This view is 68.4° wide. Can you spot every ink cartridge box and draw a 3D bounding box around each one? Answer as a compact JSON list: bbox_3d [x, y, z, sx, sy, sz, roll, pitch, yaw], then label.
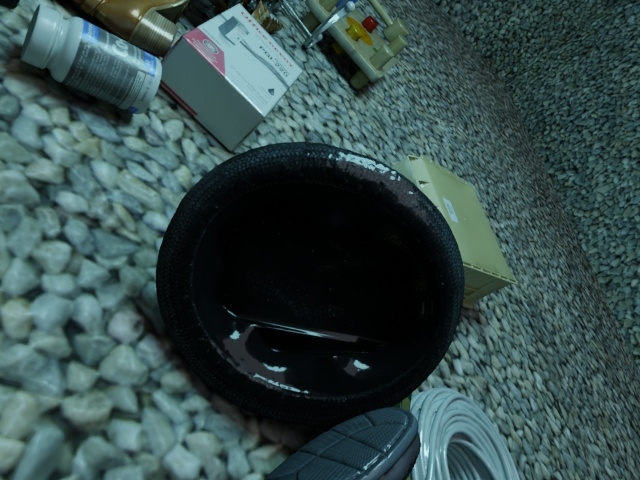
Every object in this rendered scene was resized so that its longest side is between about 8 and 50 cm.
[{"bbox_3d":[-0.136,-0.268,0.754,0.158,0.092,0.217,43,35,-17],"label":"ink cartridge box"}]

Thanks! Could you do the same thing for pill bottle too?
[{"bbox_3d":[-0.269,-0.212,0.559,0.137,0.078,0.078,18,49,-41],"label":"pill bottle"}]

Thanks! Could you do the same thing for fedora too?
[{"bbox_3d":[-0.011,0.046,0.555,0.334,0.334,0.152,48,0,-10],"label":"fedora"}]

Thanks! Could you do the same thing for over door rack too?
[{"bbox_3d":[-0.010,-0.576,0.960,0.239,0.324,0.108,49,66,-12],"label":"over door rack"}]

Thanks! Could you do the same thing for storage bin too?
[{"bbox_3d":[0.254,-0.016,0.982,0.260,0.123,0.262,17,50,-41],"label":"storage bin"}]

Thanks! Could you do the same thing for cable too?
[{"bbox_3d":[0.180,0.334,0.632,0.257,0.089,0.257,40,37,-22],"label":"cable"}]

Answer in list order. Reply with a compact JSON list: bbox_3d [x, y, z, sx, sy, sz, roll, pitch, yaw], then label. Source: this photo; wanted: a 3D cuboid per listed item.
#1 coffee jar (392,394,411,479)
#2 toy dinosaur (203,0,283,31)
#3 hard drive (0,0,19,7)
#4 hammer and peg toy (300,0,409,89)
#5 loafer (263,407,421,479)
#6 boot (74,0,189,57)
[{"bbox_3d":[0.060,0.236,0.562,0.079,0.096,0.184,45,36,-27],"label":"coffee jar"},{"bbox_3d":[-0.127,-0.475,0.860,0.164,0.218,0.322,35,6,-13],"label":"toy dinosaur"},{"bbox_3d":[-0.493,-0.401,0.465,0.339,0.064,0.236,5,57,-47],"label":"hard drive"},{"bbox_3d":[0.104,-0.564,1.257,0.266,0.127,0.361,46,35,-10],"label":"hammer and peg toy"},{"bbox_3d":[-0.016,0.265,0.418,0.303,0.109,0.095,-25,98,-35],"label":"loafer"},{"bbox_3d":[-0.277,-0.370,0.691,0.152,0.073,0.197,26,41,-30],"label":"boot"}]
